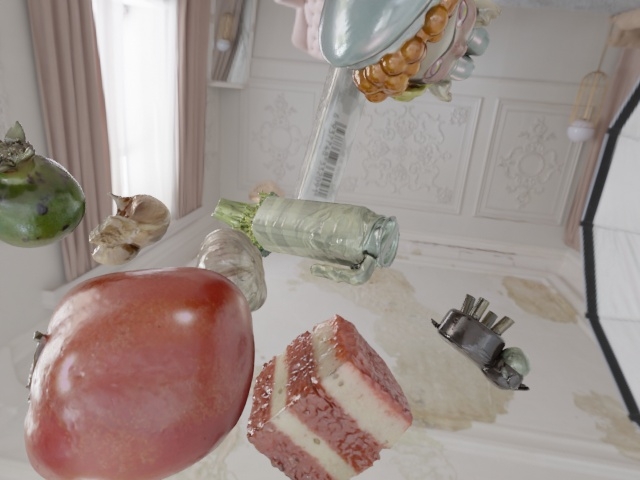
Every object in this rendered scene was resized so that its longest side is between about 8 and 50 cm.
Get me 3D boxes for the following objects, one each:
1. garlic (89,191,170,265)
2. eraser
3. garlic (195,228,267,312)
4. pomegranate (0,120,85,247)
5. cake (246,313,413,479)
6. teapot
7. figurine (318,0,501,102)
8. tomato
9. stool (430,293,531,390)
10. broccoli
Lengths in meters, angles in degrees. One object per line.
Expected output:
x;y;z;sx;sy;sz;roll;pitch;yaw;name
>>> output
-0.391;-0.020;0.831;0.124;0.174;0.099;38;-163;-42;garlic
0.036;-0.265;0.865;0.082;0.397;0.213;16;-174;-11;eraser
-0.240;0.087;0.955;0.211;0.219;0.219;-17;-162;7;garlic
-0.426;-0.069;0.585;0.148;0.169;0.149;-3;-125;4;pomegranate
0.024;0.392;1.023;0.269;0.319;0.270;48;-171;-15;cake
0.000;0.000;0.563;0.200;0.077;0.107;9;-124;31;teapot
0.140;-0.310;0.634;0.205;0.225;0.381;44;-161;22;figurine
-0.249;0.177;0.600;0.289;0.293;0.325;7;162;-23;tomato
0.328;0.199;0.814;0.217;0.121;0.125;38;175;26;stool
-0.248;-0.052;1.397;0.243;0.263;0.247;25;160;-10;broccoli
